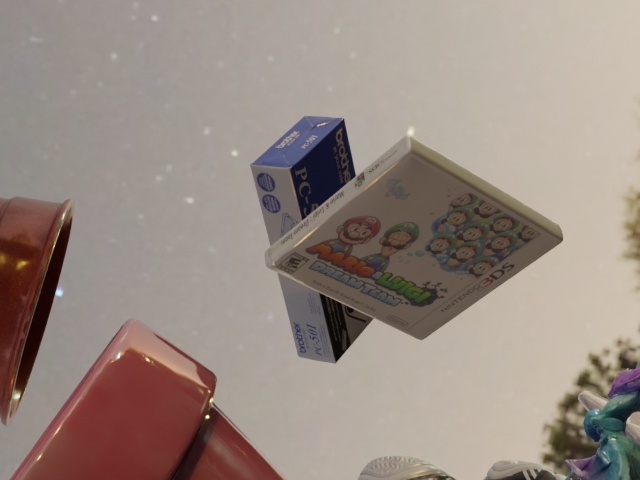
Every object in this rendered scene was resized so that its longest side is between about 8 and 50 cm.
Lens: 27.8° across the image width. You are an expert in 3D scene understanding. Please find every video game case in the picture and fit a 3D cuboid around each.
[{"bbox_3d":[0.065,0.004,0.897,0.157,0.143,0.019,27,-141,-34],"label":"video game case"}]

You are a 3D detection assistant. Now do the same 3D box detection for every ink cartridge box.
[{"bbox_3d":[0.000,0.000,1.178,0.097,0.046,0.207,-46,-47,-45],"label":"ink cartridge box"}]

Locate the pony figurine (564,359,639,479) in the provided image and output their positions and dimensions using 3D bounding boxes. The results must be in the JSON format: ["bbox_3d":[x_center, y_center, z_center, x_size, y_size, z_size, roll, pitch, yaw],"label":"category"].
[{"bbox_3d":[0.305,0.205,0.970,0.351,0.303,0.363,40,-119,-56],"label":"pony figurine"}]

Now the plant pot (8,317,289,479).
[{"bbox_3d":[-0.075,0.167,0.605,0.201,0.180,0.201,-52,6,8],"label":"plant pot"}]

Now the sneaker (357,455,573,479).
[{"bbox_3d":[0.134,0.331,1.259,0.137,0.366,0.210,46,-119,-26],"label":"sneaker"}]

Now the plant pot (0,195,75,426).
[{"bbox_3d":[-0.446,0.049,1.475,0.272,0.265,0.272,-165,90,-83],"label":"plant pot"}]
